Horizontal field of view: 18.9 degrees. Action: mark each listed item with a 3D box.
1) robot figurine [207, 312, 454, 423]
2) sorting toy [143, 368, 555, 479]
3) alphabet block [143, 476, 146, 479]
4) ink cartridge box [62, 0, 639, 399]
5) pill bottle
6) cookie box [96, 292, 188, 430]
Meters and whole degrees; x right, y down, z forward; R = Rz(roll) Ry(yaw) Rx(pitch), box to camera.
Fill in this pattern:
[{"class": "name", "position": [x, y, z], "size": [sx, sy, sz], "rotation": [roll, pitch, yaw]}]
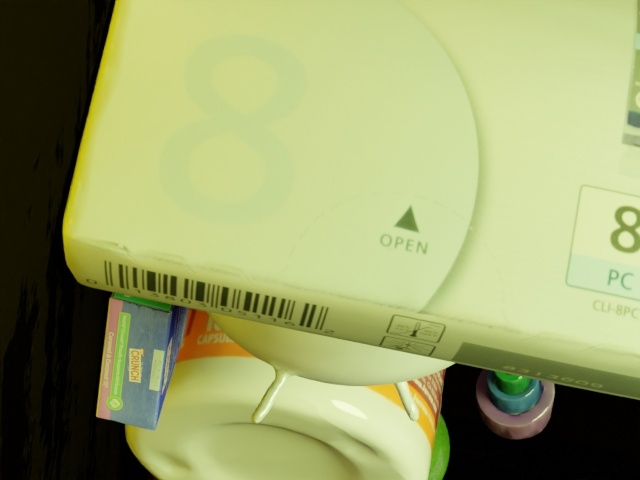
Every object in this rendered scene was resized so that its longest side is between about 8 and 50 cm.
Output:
[{"class": "robot figurine", "position": [0.026, -0.070, 1.108], "size": [0.199, 0.299, 0.354], "rotation": [10, -84, 63]}, {"class": "sorting toy", "position": [0.013, 0.158, 1.552], "size": [0.126, 0.365, 0.127], "rotation": [70, 1, -63]}, {"class": "alphabet block", "position": [-0.079, 0.316, 1.710], "size": [0.193, 0.192, 0.197], "rotation": [57, 43, -86]}, {"class": "ink cartridge box", "position": [0.064, -0.136, 0.953], "size": [0.091, 0.308, 0.385], "rotation": [103, -2, -75]}, {"class": "pill bottle", "position": [0.000, 0.000, 1.459], "size": [0.224, 0.224, 0.392], "rotation": [100, 1, -58]}, {"class": "cookie box", "position": [-0.105, 0.047, 1.180], "size": [0.107, 0.040, 0.092], "rotation": [-78, 180, -58]}]
